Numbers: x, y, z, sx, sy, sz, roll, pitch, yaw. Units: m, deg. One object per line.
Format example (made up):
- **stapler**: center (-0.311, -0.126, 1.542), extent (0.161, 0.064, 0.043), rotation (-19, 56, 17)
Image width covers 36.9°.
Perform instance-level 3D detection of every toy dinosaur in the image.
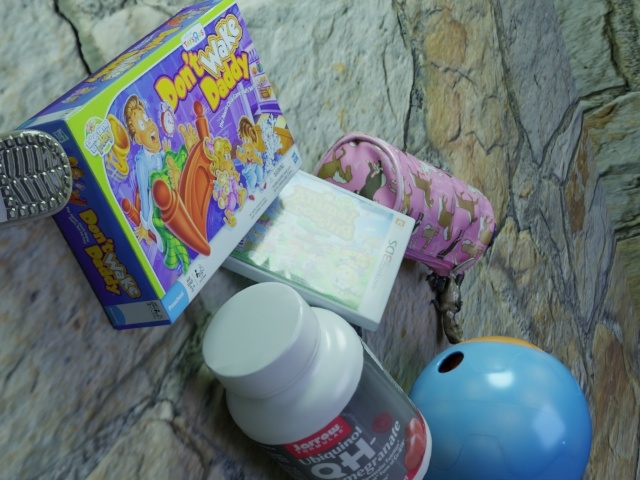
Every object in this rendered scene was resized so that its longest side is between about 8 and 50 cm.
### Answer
- **toy dinosaur**: center (0.232, 0.057, 1.713), extent (0.118, 0.064, 0.268), rotation (61, 33, -57)

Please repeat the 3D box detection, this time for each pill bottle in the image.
- **pill bottle**: center (-0.004, 0.192, 1.156), extent (0.318, 0.176, 0.176), rotation (52, 41, -40)

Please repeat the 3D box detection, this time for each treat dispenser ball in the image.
- **treat dispenser ball**: center (0.274, 0.292, 1.495), extent (0.288, 0.288, 0.288), rotation (22, 64, -56)

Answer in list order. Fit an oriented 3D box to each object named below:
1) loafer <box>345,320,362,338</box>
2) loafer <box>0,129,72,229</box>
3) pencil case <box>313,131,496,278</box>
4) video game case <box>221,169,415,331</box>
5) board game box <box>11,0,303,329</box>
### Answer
- **loafer**: center (0.036, 0.090, 1.368), extent (0.061, 0.062, 0.170), rotation (49, 41, -36)
- **loafer**: center (-0.326, -0.026, 0.748), extent (0.269, 0.092, 0.101), rotation (-12, 89, -44)
- **pencil case**: center (0.135, -0.046, 1.480), extent (0.160, 0.167, 0.386), rotation (-57, 148, 10)
- **video game case**: center (0.000, 0.000, 1.218), extent (0.023, 0.212, 0.193), rotation (113, 1, -47)
- **board game box**: center (-0.158, -0.098, 1.061), extent (0.347, 0.078, 0.233), rotation (-56, 129, -50)
